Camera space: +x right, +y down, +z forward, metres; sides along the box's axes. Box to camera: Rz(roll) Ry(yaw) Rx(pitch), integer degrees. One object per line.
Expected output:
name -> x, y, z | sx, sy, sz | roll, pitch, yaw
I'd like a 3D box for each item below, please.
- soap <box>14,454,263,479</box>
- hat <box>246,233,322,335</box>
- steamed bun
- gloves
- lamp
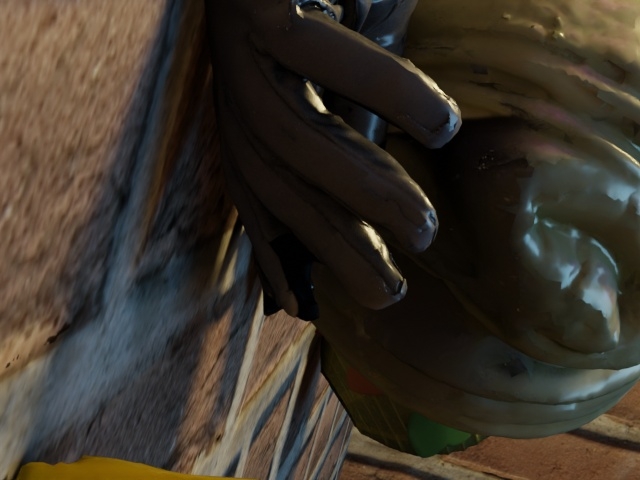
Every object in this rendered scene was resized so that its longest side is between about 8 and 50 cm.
soap -> -0.044, 0.228, 0.620 | 0.096, 0.204, 0.324 | -84, -175, -48
hat -> -0.004, 0.001, 0.990 | 0.140, 0.129, 0.227 | -51, 160, 12
steamed bun -> 0.089, -0.031, 0.785 | 0.320, 0.275, 0.206 | 64, 34, -20
gloves -> 0.009, -0.107, 0.646 | 0.142, 0.119, 0.285 | 31, 61, -73
lamp -> 0.142, 0.117, 1.687 | 0.250, 0.284, 0.250 | 62, -3, 6
